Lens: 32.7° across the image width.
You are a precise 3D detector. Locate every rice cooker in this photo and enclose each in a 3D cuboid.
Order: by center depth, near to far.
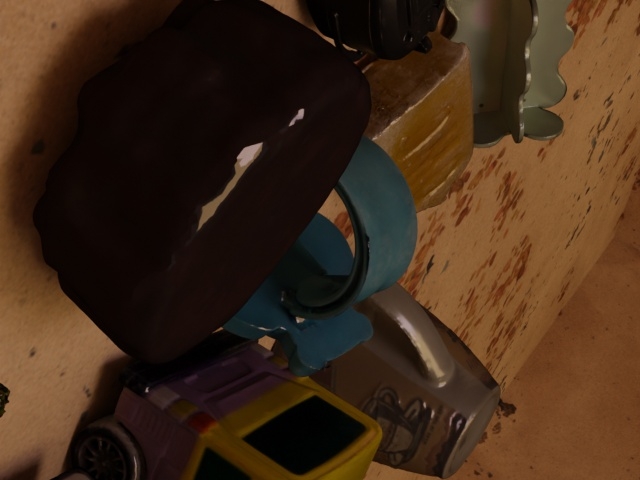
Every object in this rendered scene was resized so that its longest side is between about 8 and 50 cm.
[{"bbox_3d":[0.049,-0.231,0.955,0.112,0.106,0.165,-54,149,-27],"label":"rice cooker"}]

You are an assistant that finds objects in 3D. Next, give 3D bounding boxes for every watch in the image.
[{"bbox_3d":[0.000,0.000,1.031,0.211,0.211,0.193,-34,165,-50],"label":"watch"}]

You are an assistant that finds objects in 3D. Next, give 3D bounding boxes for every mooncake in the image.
[{"bbox_3d":[-0.090,-0.049,0.825,0.283,0.141,0.283,-48,166,-17],"label":"mooncake"}]

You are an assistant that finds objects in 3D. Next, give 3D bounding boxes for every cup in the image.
[{"bbox_3d":[0.092,0.152,1.368,0.227,0.257,0.301,-50,156,-32],"label":"cup"}]

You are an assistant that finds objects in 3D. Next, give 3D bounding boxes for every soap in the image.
[{"bbox_3d":[0.099,-0.115,1.235,0.160,0.080,0.257,-43,155,-10],"label":"soap"}]

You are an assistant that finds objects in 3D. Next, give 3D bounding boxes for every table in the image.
[{"bbox_3d":[0.224,-0.234,1.307,0.166,0.166,0.198,-44,146,-37],"label":"table"}]

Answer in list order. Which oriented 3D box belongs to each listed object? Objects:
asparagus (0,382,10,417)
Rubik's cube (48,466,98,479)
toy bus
[{"bbox_3d":[-0.291,0.176,0.819,0.165,0.030,0.036,-56,168,-11],"label":"asparagus"},{"bbox_3d":[-0.236,0.451,0.852,0.337,0.344,0.344,-24,143,-55],"label":"Rubik's cube"},{"bbox_3d":[-0.129,0.338,1.102,0.209,0.249,0.440,-17,134,-61],"label":"toy bus"}]
